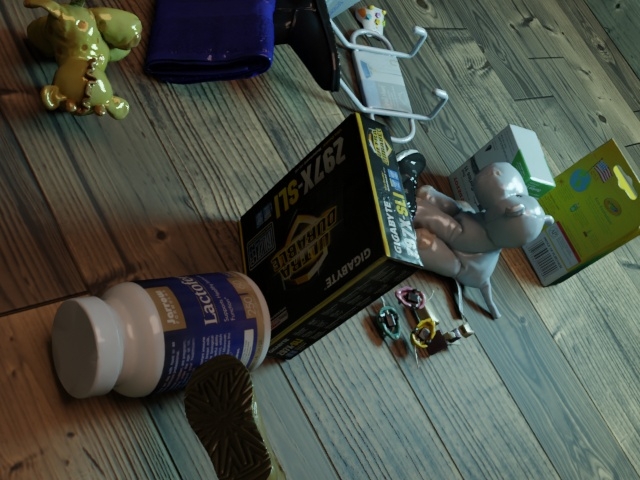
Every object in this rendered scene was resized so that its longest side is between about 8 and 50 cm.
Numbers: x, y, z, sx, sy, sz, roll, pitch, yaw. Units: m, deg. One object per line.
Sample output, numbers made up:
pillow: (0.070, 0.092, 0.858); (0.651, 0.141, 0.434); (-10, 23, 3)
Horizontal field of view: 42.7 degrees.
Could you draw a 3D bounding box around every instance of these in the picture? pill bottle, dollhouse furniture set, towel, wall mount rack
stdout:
pill bottle: (-0.209, 0.126, 1.095); (0.265, 0.153, 0.153); (-5, 64, -44)
dollhouse furniture set: (0.237, 0.148, 1.551); (0.081, 0.091, 0.114); (10, 49, -56)
towel: (-0.195, -0.416, 1.524); (0.228, 0.076, 0.308); (-1, 55, 2)
wall mount rack: (0.114, -0.390, 1.810); (0.304, 0.130, 0.350); (4, 55, -24)

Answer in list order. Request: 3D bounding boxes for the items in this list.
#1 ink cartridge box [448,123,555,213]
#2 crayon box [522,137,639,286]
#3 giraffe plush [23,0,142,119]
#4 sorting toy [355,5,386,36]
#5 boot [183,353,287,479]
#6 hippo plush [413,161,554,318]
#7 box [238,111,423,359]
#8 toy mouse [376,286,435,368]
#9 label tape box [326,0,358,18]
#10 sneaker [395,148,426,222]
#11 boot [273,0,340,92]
ink cartridge box: (0.393, -0.130, 1.801); (0.087, 0.208, 0.153); (9, 54, -34)
crayon box: (0.592, -0.058, 1.838); (0.081, 0.318, 0.202); (-6, 64, -44)
giraffe plush: (-0.365, -0.268, 1.262); (0.181, 0.210, 0.170); (-3, 85, -9)
sorting toy: (0.131, -0.529, 2.007); (0.083, 0.045, 0.075); (8, 74, -38)
boot: (-0.079, 0.310, 1.047); (0.236, 0.089, 0.269); (-113, -177, -49)
hippo plush: (0.309, -0.027, 1.620); (0.234, 0.236, 0.294); (5, 57, -40)
box: (0.000, 0.000, 1.252); (0.079, 0.322, 0.257); (17, 50, -34)
toy mouse: (0.146, 0.133, 1.491); (0.143, 0.031, 0.161); (36, 57, -6)
label tape box: (-0.041, -0.625, 1.865); (0.334, 0.106, 0.240); (-9, 67, -47)
sneaker: (0.143, -0.075, 1.594); (0.124, 0.107, 0.283); (39, 47, 15)
boot: (-0.078, -0.386, 1.610); (0.207, 0.094, 0.246); (-10, 70, -6)
